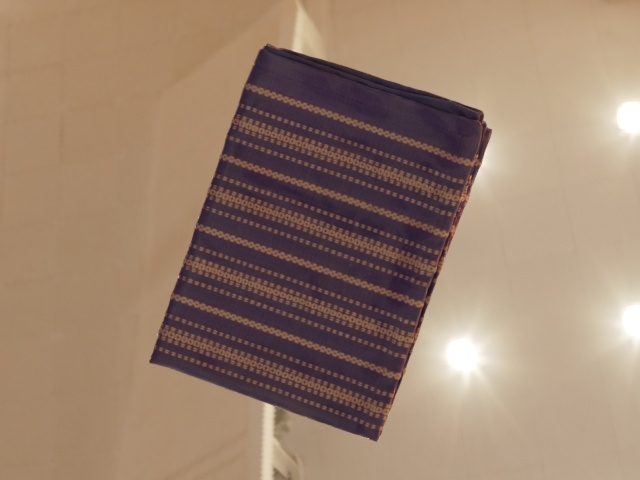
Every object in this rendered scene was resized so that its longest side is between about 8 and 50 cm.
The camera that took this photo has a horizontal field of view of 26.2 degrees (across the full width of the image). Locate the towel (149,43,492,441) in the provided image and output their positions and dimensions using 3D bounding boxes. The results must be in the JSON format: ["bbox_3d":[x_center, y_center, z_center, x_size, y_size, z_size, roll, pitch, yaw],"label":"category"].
[{"bbox_3d":[0.000,0.000,1.319,0.243,0.040,0.335,19,-90,5],"label":"towel"}]
